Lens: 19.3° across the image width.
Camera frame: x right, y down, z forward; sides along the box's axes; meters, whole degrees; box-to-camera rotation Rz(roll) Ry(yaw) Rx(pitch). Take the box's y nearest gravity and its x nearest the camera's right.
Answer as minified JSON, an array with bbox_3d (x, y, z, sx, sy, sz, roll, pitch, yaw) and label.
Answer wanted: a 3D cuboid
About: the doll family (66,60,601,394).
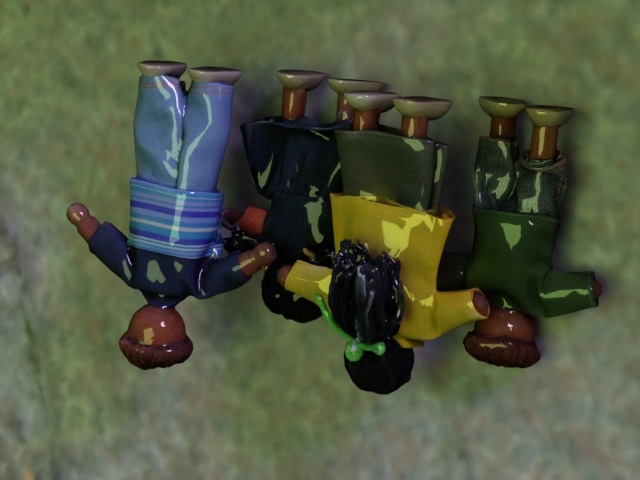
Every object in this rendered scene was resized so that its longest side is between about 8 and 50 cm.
[{"bbox_3d":[0.000,0.000,0.661,0.193,0.076,0.111,12,103,35],"label":"doll family"}]
